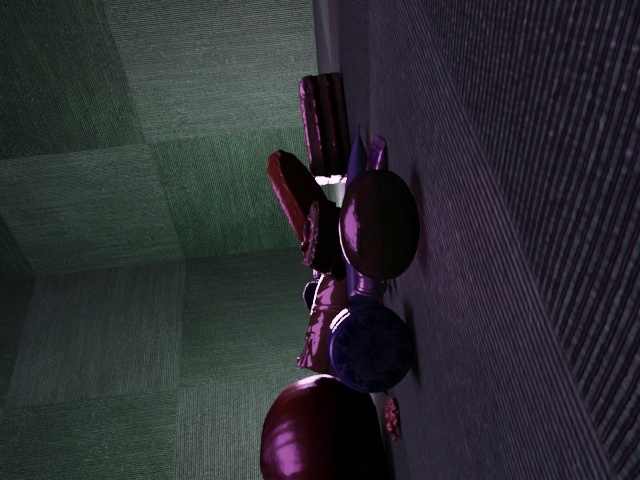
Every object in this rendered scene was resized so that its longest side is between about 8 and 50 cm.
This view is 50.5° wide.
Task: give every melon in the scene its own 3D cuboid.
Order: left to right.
[{"bbox_3d":[0.082,-0.017,0.956,0.114,0.114,0.167,-102,8,-78],"label":"melon"}]

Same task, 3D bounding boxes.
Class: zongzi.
[{"bbox_3d":[0.075,0.130,1.765,0.447,0.181,0.418,-59,-21,-83],"label":"zongzi"}]

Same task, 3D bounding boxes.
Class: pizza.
[{"bbox_3d":[0.162,0.394,1.542,0.099,0.029,0.100,86,177,-54],"label":"pizza"}]

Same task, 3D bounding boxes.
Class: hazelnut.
[{"bbox_3d":[0.013,0.604,1.975,0.402,0.402,0.429,86,178,-63],"label":"hazelnut"}]

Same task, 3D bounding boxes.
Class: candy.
[{"bbox_3d":[0.015,-0.336,2.086,0.179,0.135,0.320,-63,-33,-89],"label":"candy"}]

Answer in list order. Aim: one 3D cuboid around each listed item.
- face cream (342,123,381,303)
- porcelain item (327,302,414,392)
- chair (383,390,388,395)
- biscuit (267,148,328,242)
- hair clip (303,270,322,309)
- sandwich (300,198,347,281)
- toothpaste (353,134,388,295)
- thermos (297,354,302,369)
[{"bbox_3d":[0.087,-0.055,1.475,0.135,0.086,0.385,94,175,-67],"label":"face cream"},{"bbox_3d":[0.085,0.183,1.173,0.114,0.147,0.147,-177,80,-88],"label":"porcelain item"},{"bbox_3d":[0.154,0.346,1.679,0.086,0.042,0.037,41,-154,-32],"label":"chair"},{"bbox_3d":[-0.031,-0.093,1.844,0.350,0.078,0.455,55,-169,-13],"label":"biscuit"},{"bbox_3d":[0.055,0.161,2.158,0.206,0.194,0.310,124,144,-73],"label":"hair clip"},{"bbox_3d":[-0.001,0.008,1.540,0.160,0.109,0.185,-31,44,56],"label":"sandwich"},{"bbox_3d":[0.101,-0.046,1.287,0.114,0.073,0.299,-102,13,-75],"label":"toothpaste"},{"bbox_3d":[0.044,0.344,2.033,0.099,0.232,0.124,85,179,-72],"label":"thermos"}]
